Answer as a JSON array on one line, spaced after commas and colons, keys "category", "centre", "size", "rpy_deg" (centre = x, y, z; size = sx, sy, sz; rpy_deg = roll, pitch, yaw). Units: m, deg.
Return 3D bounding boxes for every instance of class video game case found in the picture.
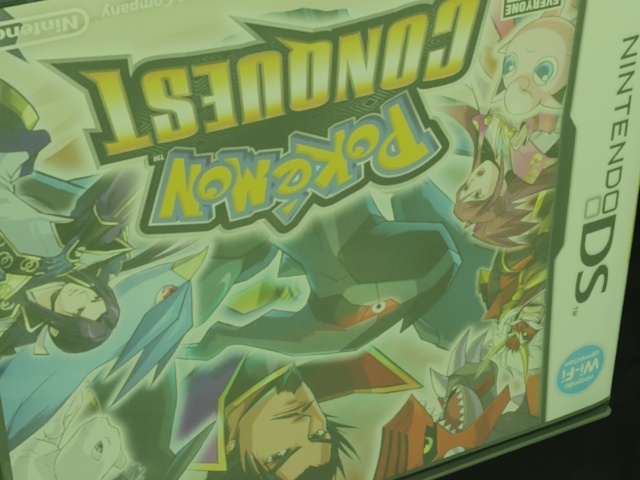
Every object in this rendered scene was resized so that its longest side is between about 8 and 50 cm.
[{"category": "video game case", "centre": [0.000, 0.000, 0.528], "size": [0.275, 0.035, 0.248], "rpy_deg": [-16, 127, -23]}]
